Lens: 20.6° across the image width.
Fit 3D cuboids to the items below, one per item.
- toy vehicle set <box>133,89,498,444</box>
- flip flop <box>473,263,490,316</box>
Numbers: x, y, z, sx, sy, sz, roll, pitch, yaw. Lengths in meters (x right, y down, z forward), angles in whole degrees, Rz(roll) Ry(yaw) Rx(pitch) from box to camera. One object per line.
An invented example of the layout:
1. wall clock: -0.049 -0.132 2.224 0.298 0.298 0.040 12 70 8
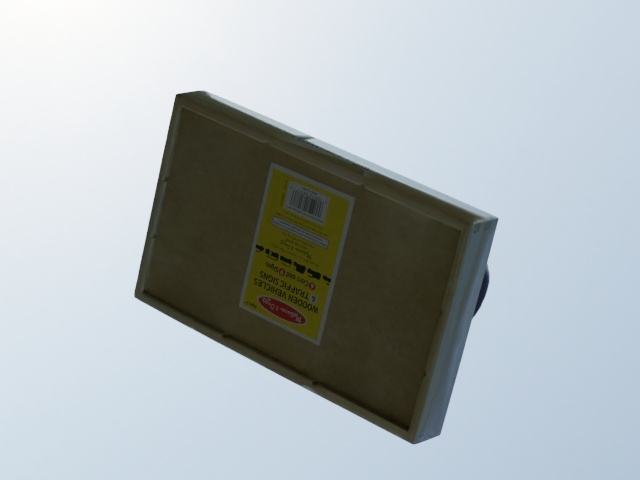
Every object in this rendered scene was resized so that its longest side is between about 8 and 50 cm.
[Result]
1. toy vehicle set: -0.011 0.014 1.255 0.267 0.035 0.166 26 -68 30
2. flip flop: 0.000 0.000 1.376 0.277 0.080 0.112 28 -92 22
